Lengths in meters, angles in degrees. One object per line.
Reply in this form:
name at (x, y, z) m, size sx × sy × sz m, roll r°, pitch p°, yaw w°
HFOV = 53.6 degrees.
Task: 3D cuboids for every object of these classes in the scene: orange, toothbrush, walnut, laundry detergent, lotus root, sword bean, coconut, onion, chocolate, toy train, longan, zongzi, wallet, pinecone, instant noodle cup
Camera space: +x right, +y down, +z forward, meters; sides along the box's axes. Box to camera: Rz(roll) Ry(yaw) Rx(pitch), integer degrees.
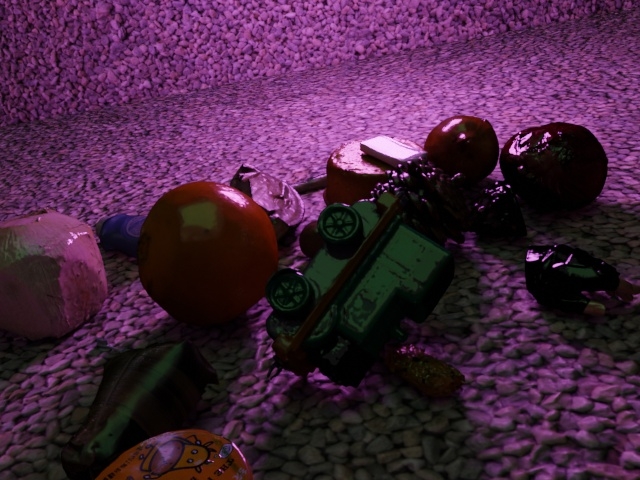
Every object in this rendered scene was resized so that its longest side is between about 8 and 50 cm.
orange at (-0.238, 0.029, 1.347) m, size 0.312 × 0.312 × 0.312 m, roll -7°, pitch 28°, yaw 4°
toothbrush at (-0.391, 0.231, 1.310) m, size 0.219 × 0.019 × 0.016 m, roll 10°, pitch 29°, yaw 32°
walnut at (0.382, -0.242, 1.707) m, size 0.209 × 0.209 × 0.336 m, roll -5°, pitch 2°, yaw 9°
laundry detergent at (-0.512, -0.014, 1.732) m, size 0.289 × 0.094 × 0.143 m, roll 8°, pitch 39°, yaw 34°
lotus root at (-0.161, -0.076, 1.701) m, size 0.210 × 0.142 × 0.314 m, roll 27°, pitch 22°, yaw -11°
sword bean at (-0.096, -0.154, 1.908) m, size 0.269 × 0.038 × 0.043 m, roll -16°, pitch 35°, yaw -10°
coconut at (-0.652, 0.064, 1.451) m, size 0.297 × 0.255 × 0.297 m, roll -6°, pitch 29°, yaw 3°
onion at (0.570, -0.192, 1.588) m, size 0.280 × 0.221 × 0.281 m, roll 9°, pitch 19°, yaw -3°
chocolate at (0.407, -0.059, 1.502) m, size 0.133 × 0.156 × 0.156 m, roll -20°, pitch 24°, yaw 21°
toy train at (0.071, 0.097, 1.143) m, size 0.249 × 0.178 × 0.429 m, roll 31°, pitch 74°, yaw 22°
longan at (0.000, 0.000, 1.544) m, size 0.106 × 0.106 × 0.119 m, roll -6°, pitch -11°, yaw 7°
zongzi at (-0.362, 0.294, 1.095) m, size 0.288 × 0.134 × 0.286 m, roll -6°, pitch 30°, yaw 36°
wallet at (0.186, -0.227, 1.622) m, size 0.095 × 0.033 × 0.190 m, roll -24°, pitch 37°, yaw -27°
pinecone at (0.223, -0.075, 1.472) m, size 0.257 × 0.243 × 0.243 m, roll -13°, pitch 20°, yaw 42°
instant noodle cup at (-0.178, 0.380, 0.811) m, size 0.215 × 0.172 × 0.216 m, roll -7°, pitch 29°, yaw 4°

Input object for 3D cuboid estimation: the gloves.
gloves at (0.510, 0.075, 1.235) m, size 0.203 × 0.124 × 0.164 m, roll -2°, pitch 47°, yaw 29°

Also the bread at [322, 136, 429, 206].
bread at (0.152, -0.160, 1.700) m, size 0.312 × 0.172 × 0.312 m, roll -6°, pitch 31°, yaw 4°

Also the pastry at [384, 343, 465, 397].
pastry at (0.179, 0.229, 1.107) m, size 0.080 × 0.056 × 0.140 m, roll -16°, pitch 22°, yaw -27°
